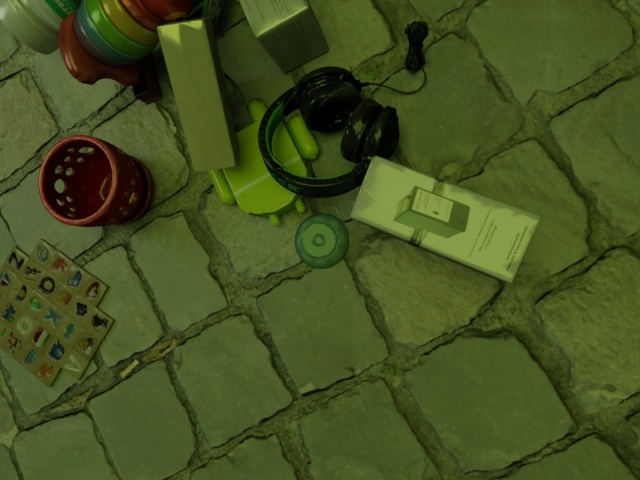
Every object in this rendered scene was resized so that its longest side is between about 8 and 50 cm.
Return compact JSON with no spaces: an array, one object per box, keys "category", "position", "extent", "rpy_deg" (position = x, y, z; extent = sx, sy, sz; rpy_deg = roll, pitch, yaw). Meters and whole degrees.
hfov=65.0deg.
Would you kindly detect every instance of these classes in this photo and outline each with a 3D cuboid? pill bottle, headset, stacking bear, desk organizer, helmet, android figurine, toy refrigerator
[{"category":"pill bottle","position":[-0.547,-0.598,1.145],"extent":[0.361,0.204,0.204],"rpy_deg":[-31,80,10]},{"category":"headset","position":[0.057,-0.258,0.973],"extent":[0.394,0.185,0.243],"rpy_deg":[-39,69,-13]},{"category":"stacking bear","position":[-0.369,-0.450,1.000],"extent":[0.289,0.175,0.164],"rpy_deg":[-21,93,31]},{"category":"desk organizer","position":[-0.416,-0.393,1.176],"extent":[0.047,0.050,0.130],"rpy_deg":[-16,82,12]},{"category":"helmet","position":[-0.286,-0.535,1.099],"extent":[0.162,0.169,0.169],"rpy_deg":[-7,84,29]},{"category":"android figurine","position":[-0.122,-0.164,1.086],"extent":[0.248,0.056,0.272],"rpy_deg":[-30,78,9]},{"category":"toy refrigerator","position":[-0.232,-0.278,0.972],"extent":[0.094,0.102,0.269],"rpy_deg":[-9,118,0]}]

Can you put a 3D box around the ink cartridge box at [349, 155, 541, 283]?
[{"category":"ink cartridge box","position":[0.220,-0.035,0.916],"extent":[0.289,0.211,0.121],"rpy_deg":[23,93,15]}]

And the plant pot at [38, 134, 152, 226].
[{"category":"plant pot","position":[-0.481,-0.119,1.109],"extent":[0.191,0.174,0.191],"rpy_deg":[-1,85,14]}]

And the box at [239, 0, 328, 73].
[{"category":"box","position":[-0.084,-0.477,1.034],"extent":[0.119,0.181,0.181],"rpy_deg":[-24,80,10]}]

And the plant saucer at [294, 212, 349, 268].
[{"category":"plant saucer","position":[0.000,0.000,1.063],"extent":[0.119,0.021,0.119],"rpy_deg":[-1,86,13]}]

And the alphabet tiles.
[{"category":"alphabet tiles","position":[-0.666,0.173,1.219],"extent":[0.343,0.011,0.285],"rpy_deg":[31,93,14]}]

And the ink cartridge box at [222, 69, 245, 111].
[{"category":"ink cartridge box","position":[-0.238,-0.320,1.085],"extent":[0.099,0.135,0.056],"rpy_deg":[-29,77,10]}]
